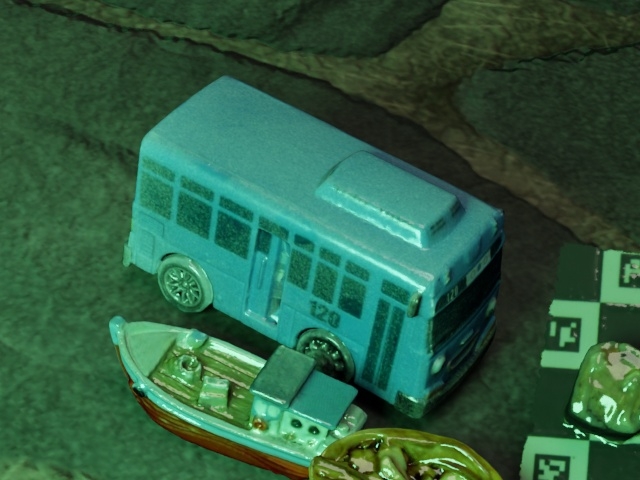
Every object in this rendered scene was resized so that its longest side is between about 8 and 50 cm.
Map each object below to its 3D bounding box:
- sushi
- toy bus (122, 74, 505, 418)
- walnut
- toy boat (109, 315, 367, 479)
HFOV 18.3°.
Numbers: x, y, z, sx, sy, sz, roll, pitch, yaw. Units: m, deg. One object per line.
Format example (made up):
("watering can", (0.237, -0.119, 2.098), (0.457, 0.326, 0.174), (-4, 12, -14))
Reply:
("sushi", (0.230, 0.097, 1.169), (0.215, 0.050, 0.192), (8, 73, 13))
("toy bus", (0.000, 0.000, 1.271), (0.234, 0.133, 0.116), (27, 41, 19))
("walnut", (0.050, 0.158, 1.154), (0.121, 0.052, 0.091), (13, 41, 4))
("toy boat", (-0.052, 0.090, 1.208), (0.173, 0.059, 0.069), (22, 40, 13))
